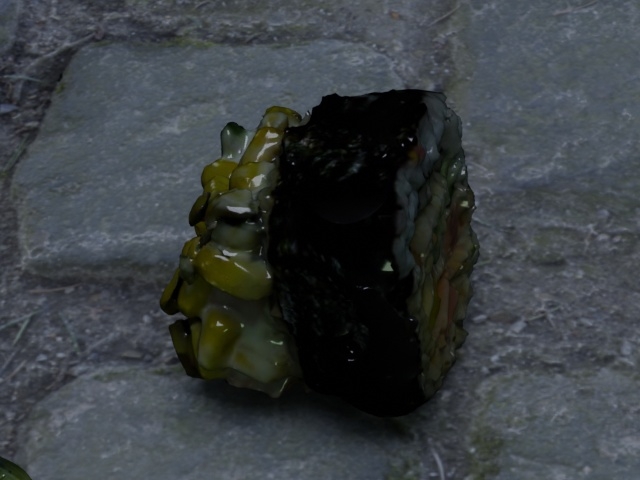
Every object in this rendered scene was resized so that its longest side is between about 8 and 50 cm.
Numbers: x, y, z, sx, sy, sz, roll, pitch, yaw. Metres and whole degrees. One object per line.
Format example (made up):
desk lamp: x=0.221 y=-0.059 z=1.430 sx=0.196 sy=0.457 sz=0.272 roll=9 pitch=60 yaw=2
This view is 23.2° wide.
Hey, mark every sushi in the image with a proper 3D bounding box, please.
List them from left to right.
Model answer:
sushi: x=0.000 y=0.000 z=1.612 sx=0.285 sy=0.328 sz=0.328 roll=3 pitch=50 yaw=20

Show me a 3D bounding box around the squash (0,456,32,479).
squash: x=-0.396 y=0.221 z=1.603 sx=0.229 sy=0.066 sz=0.066 roll=23 pitch=54 yaw=19
